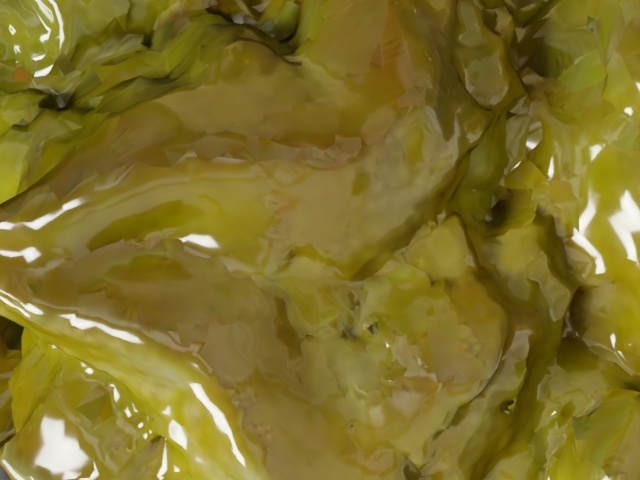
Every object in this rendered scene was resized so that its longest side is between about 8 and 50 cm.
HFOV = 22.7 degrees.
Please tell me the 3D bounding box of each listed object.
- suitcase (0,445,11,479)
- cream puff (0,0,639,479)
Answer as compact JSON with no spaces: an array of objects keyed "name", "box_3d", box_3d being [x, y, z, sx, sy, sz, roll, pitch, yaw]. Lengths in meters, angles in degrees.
[{"name":"suitcase","box_3d":[-0.255,0.213,0.942,0.351,0.339,0.194,-23,-178,11]},{"name":"cream puff","box_3d":[0.001,0.001,0.494,0.291,0.324,0.257,-44,151,18]}]
